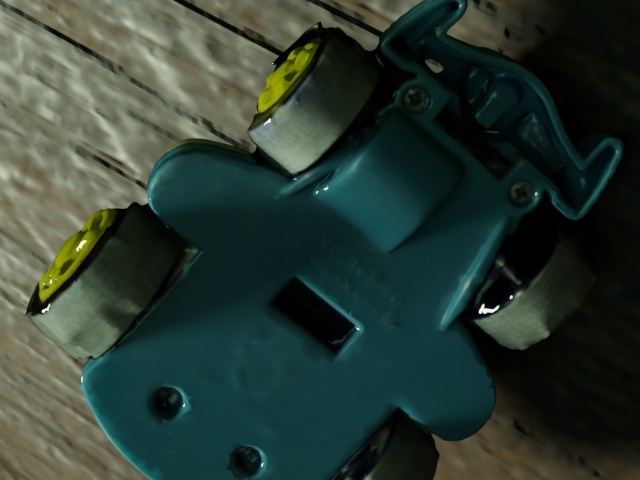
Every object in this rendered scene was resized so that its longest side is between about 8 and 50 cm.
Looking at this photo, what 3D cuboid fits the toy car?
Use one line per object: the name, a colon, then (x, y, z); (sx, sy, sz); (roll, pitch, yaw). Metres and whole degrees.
toy car: (0.000, 0.000, 0.430); (0.126, 0.098, 0.161); (38, 99, -18)
